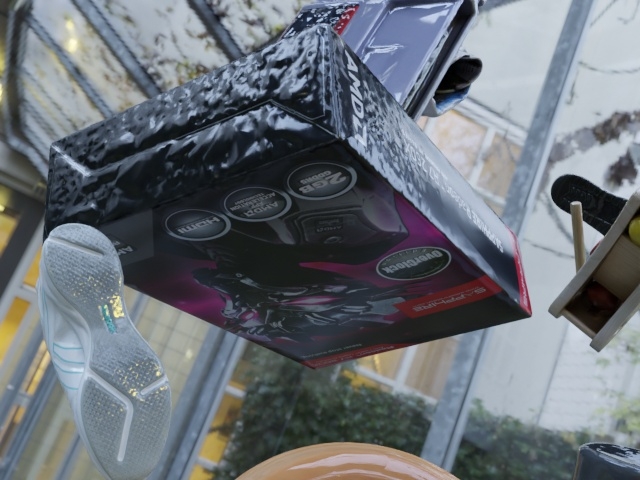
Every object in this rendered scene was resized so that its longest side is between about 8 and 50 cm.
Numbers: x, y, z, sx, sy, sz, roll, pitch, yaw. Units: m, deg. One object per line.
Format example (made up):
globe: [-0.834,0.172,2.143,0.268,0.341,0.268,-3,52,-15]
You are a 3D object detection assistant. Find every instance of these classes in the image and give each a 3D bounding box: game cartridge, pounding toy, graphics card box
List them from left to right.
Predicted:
graphics card box: [0.000,0.000,0.663,0.233,0.094,0.371,-17,-29,24]
game cartridge: [0.022,-0.182,0.946,0.230,0.355,0.068,9,-35,34]
pounding toy: [0.333,0.023,1.011,0.155,0.154,0.269,42,-34,21]

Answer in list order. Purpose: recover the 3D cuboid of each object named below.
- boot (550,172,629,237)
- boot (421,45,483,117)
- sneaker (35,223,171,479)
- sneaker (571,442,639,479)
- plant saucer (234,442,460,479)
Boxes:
boot: [0.436,-0.040,1.249,0.198,0.077,0.137,40,17,7]
boot: [0.157,-0.223,1.081,0.124,0.258,0.095,7,-50,35]
sneaker: [-0.129,0.068,0.486,0.054,0.152,0.061,-7,-23,-36]
sneaker: [0.263,0.232,0.502,0.090,0.144,0.270,8,3,-38]
plant saucer: [0.020,0.186,0.430,0.200,0.200,0.037,18,-46,15]
